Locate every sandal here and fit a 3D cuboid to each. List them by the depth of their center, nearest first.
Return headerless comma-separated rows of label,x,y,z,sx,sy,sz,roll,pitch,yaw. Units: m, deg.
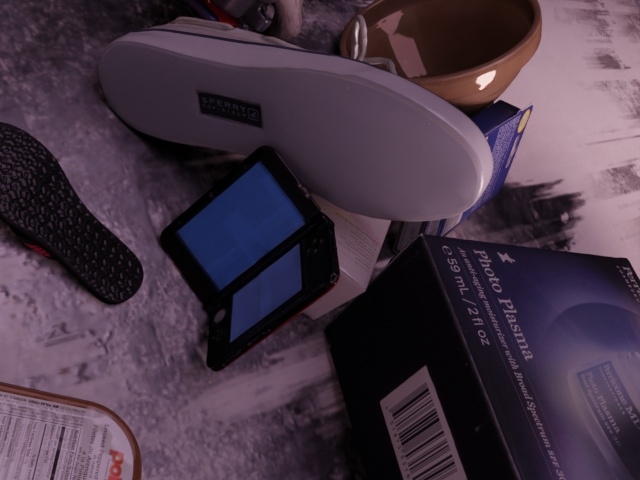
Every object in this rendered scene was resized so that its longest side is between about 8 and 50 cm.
sandal,-0.221,-0.016,0.588,0.179,0.040,0.067,53,51,-21

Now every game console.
game console,-0.066,0.015,0.598,0.085,0.144,0.124,41,24,-27

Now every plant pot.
plant pot,0.149,-0.220,0.884,0.109,0.237,0.237,71,31,-44

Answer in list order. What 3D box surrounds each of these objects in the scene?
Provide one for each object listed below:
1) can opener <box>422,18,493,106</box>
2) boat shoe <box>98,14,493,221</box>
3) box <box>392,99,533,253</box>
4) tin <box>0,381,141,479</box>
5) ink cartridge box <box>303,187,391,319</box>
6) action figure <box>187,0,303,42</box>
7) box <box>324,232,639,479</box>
can opener,0.180,-0.258,0.994,0.186,0.059,0.073,54,47,0
boat shoe,-0.010,-0.133,0.663,0.367,0.135,0.156,17,42,20
box,0.171,-0.079,0.844,0.036,0.136,0.225,33,42,25
tin,-0.217,0.155,0.497,0.190,0.040,0.106,20,60,-27
ink cartridge box,0.000,0.000,0.700,0.090,0.092,0.143,36,49,-15
action figure,-0.092,-0.358,0.774,0.341,0.178,0.330,41,40,-14
box,0.201,0.167,0.663,0.294,0.183,0.296,6,52,-33
